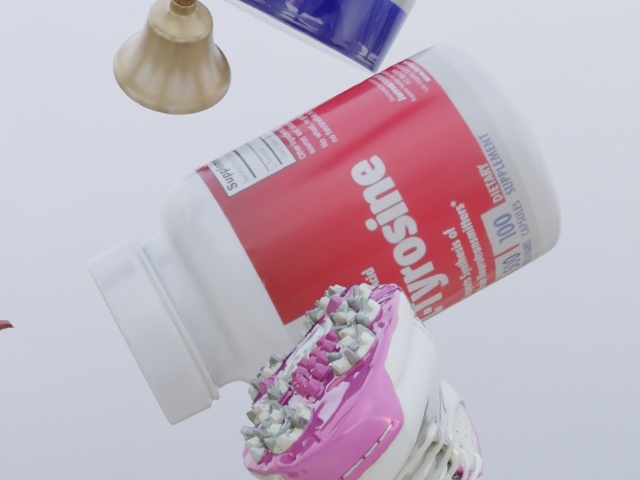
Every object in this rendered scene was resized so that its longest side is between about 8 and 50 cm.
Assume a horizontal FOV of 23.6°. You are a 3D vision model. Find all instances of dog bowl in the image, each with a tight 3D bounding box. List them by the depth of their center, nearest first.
[{"bbox_3d":[-0.031,-0.285,1.667,0.265,0.104,0.265,27,4,-2],"label":"dog bowl"}]

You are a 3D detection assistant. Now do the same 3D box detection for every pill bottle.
[{"bbox_3d":[0.000,0.000,1.434,0.407,0.229,0.229,-29,-22,-7],"label":"pill bottle"}]

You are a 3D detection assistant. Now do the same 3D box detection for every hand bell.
[{"bbox_3d":[-0.134,-0.251,1.522,0.126,0.126,0.242,7,-38,-8],"label":"hand bell"}]

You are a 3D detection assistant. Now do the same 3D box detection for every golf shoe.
[{"bbox_3d":[0.038,0.098,0.798,0.140,0.115,0.306,43,2,-2],"label":"golf shoe"}]

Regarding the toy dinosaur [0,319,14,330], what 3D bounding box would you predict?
[{"bbox_3d":[-0.198,0.079,0.791,0.047,0.090,0.082,29,0,-16],"label":"toy dinosaur"}]
